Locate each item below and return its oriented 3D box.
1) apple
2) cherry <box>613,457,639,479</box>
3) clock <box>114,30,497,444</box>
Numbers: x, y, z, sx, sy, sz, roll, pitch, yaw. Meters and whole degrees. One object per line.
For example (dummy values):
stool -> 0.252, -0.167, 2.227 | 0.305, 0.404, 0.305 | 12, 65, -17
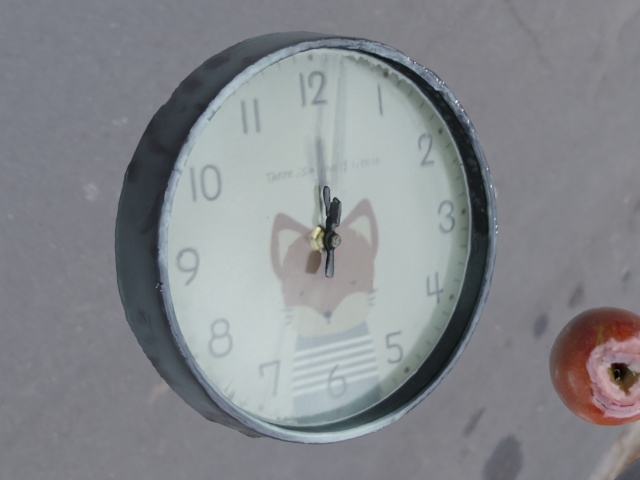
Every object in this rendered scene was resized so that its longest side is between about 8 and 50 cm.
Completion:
apple -> 0.432, 0.190, 1.939 | 0.181, 0.181, 0.168 | -54, -179, -9
cherry -> 0.317, 0.225, 1.097 | 0.188, 0.115, 0.148 | -24, 136, -38
clock -> 0.000, 0.000, 0.999 | 0.325, 0.067, 0.325 | -4, 98, -33
